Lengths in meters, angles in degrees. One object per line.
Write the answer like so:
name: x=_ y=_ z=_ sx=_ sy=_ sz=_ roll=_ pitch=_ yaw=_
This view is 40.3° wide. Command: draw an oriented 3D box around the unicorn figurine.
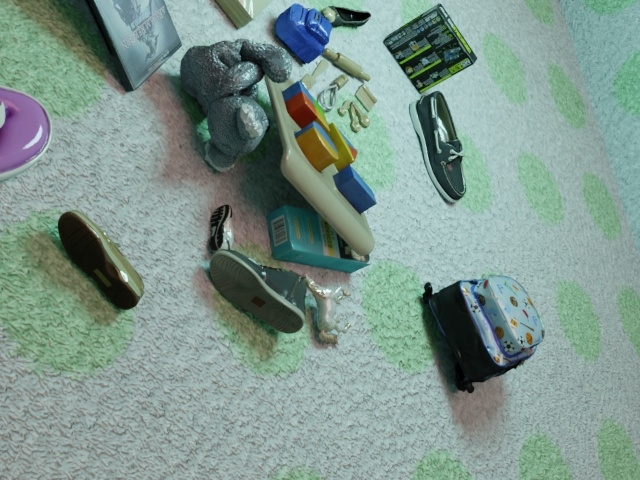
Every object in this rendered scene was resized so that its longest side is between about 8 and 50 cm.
unicorn figurine: x=0.012 y=0.130 z=1.781 sx=0.111 sy=0.060 sz=0.162 roll=7 pitch=65 yaw=-48

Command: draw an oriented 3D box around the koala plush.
koala plush: x=-0.172 y=-0.258 z=1.694 sx=0.203 sy=0.196 sz=0.221 roll=8 pitch=64 yaw=-34

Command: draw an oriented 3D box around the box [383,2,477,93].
box: x=0.296 y=-0.516 z=2.362 sx=0.184 sy=0.191 sz=0.045 roll=49 pitch=41 yaw=-18

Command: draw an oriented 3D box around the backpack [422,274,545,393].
backpack: x=0.409 y=0.201 z=2.102 sx=0.263 sy=0.213 sz=0.276 roll=2 pitch=65 yaw=-60

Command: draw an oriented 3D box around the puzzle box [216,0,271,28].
puzzle box: x=-0.239 y=-0.699 z=1.951 sx=0.409 sy=0.052 sz=0.272 roll=51 pitch=40 yaw=-17

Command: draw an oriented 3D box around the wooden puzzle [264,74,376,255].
wooden puzzle: x=0.014 y=-0.180 z=1.829 sx=0.322 sy=0.080 sz=0.348 roll=47 pitch=23 yaw=-38

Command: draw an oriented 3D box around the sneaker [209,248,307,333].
sneaker: x=-0.117 y=0.076 z=1.663 sx=0.222 sy=0.083 sz=0.118 roll=43 pitch=28 yaw=-21

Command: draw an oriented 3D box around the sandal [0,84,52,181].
sandal: x=-0.550 y=-0.166 z=1.254 sx=0.416 sy=0.102 sz=0.169 roll=-13 pitch=80 yaw=-52

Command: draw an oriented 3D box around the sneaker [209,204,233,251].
sneaker: x=-0.184 y=-0.018 z=1.659 sx=0.044 sy=0.040 sz=0.109 roll=45 pitch=43 yaw=-48

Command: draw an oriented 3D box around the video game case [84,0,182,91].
video game case: x=-0.358 y=-0.442 z=1.614 sx=0.196 sy=0.026 sz=0.274 roll=-60 pitch=138 yaw=-46

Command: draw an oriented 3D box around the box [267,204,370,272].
box: x=0.000 y=0.000 z=1.838 sx=0.244 sy=0.060 sz=0.100 roll=11 pitch=62 yaw=-46

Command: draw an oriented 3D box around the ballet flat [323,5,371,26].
ballet flat: x=0.065 y=-0.582 z=2.243 sx=0.173 sy=0.049 sz=0.057 roll=-14 pitch=80 yaw=-52

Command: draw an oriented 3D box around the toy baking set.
toy baking set: x=0.055 y=-0.375 z=2.133 sx=0.256 sy=0.030 sz=0.196 roll=29 pitch=50 yaw=-37

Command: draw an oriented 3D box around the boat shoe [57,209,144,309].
boat shoe: x=-0.354 y=0.023 z=1.421 sx=0.190 sy=0.068 sz=0.072 roll=60 pitch=25 yaw=-22

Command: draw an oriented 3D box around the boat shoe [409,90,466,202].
boat shoe: x=0.331 y=-0.253 z=2.338 sx=0.114 sy=0.091 sz=0.302 roll=-17 pitch=84 yaw=-52

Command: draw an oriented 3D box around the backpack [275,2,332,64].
backpack: x=-0.039 y=-0.495 z=2.035 sx=0.120 sy=0.101 sz=0.098 roll=36 pitch=40 yaw=-27
